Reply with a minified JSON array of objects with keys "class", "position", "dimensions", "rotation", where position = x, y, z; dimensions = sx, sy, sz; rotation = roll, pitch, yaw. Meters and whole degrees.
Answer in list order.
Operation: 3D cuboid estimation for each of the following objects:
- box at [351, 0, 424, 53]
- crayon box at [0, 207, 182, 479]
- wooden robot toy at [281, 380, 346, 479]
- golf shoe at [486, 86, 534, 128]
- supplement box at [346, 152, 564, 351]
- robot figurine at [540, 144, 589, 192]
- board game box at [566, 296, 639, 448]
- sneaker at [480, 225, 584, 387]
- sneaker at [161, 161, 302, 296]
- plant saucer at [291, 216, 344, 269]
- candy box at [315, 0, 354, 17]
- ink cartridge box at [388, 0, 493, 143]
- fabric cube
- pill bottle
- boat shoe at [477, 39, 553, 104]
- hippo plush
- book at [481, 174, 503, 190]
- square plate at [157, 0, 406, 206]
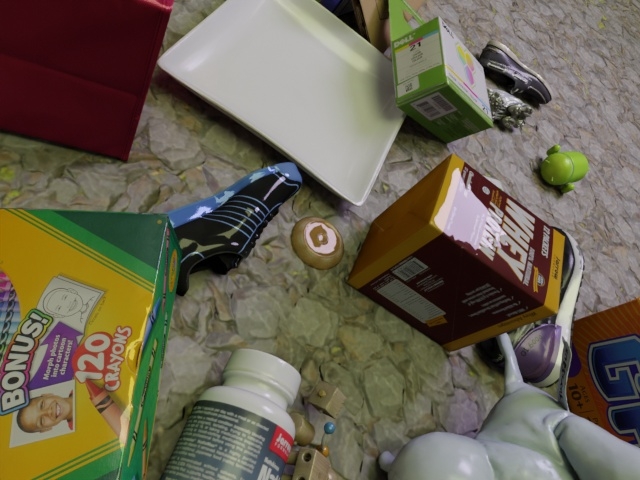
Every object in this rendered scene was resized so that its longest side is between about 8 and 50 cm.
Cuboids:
[{"class":"box","position":[0.126,-0.458,0.900],"dimensions":[0.021,0.164,0.201],"rotation":[21,65,33]},{"class":"crayon box","position":[-0.229,0.110,0.428],"dimensions":[0.165,0.081,0.278],"rotation":[2,62,-3]},{"class":"wooden robot toy","position":[-0.012,0.249,0.533],"dimensions":[0.079,0.076,0.173],"rotation":[54,42,-40]},{"class":"golf shoe","position":[0.355,-0.288,1.023],"dimensions":[0.176,0.069,0.086],"rotation":[12,39,-27]},{"class":"supplement box","position":[0.179,0.027,0.663],"dimensions":[0.194,0.191,0.129],"rotation":[34,53,-10]},{"class":"robot figurine","position":[0.509,-0.151,1.019],"dimensions":[0.115,0.067,0.101],"rotation":[-12,83,-33]},{"class":"board game box","position":[0.633,0.240,0.698],"dimensions":[0.356,0.356,0.356],"rotation":[1,64,-29]},{"class":"sneaker","position":[0.328,0.075,0.775],"dimensions":[0.124,0.107,0.283],"rotation":[27,57,-7]},{"class":"sneaker","position":[-0.103,-0.017,0.606],"dimensions":[0.232,0.081,0.090],"rotation":[-31,85,-30]},{"class":"plant saucer","position":[0.000,0.000,0.689],"dimensions":[0.083,0.015,0.083],"rotation":[13,59,-23]},{"class":"candy box","position":[0.042,-0.601,0.967],"dimensions":[0.268,0.122,0.317],"rotation":[50,51,1]},{"class":"ink cartridge box","position":[0.211,-0.331,0.870],"dimensions":[0.189,0.097,0.255],"rotation":[17,66,-48]},{"class":"fabric cube","position":[-0.301,-0.282,0.523],"dimensions":[0.258,0.259,0.254],"rotation":[12,59,-26]},{"class":"pill bottle","position":[-0.085,0.204,0.474],"dimensions":[0.108,0.108,0.180],"rotation":[30,54,-12]},{"class":"boat shoe","position":[0.442,-0.367,1.117],"dimensions":[0.206,0.075,0.065],"rotation":[34,96,-16]},{"class":"hippo plush","position":[0.204,0.271,0.519],"dimensions":[0.236,0.234,0.294],"rotation":[-8,87,-21]},{"class":"book","position":[0.307,-0.047,0.875],"dimensions":[0.096,0.035,0.144],"rotation":[6,63,-30]},{"class":"square plate","position":[-0.025,-0.256,0.791],"dimensions":[0.347,0.049,0.344],"rotation":[34,54,-9]}]
